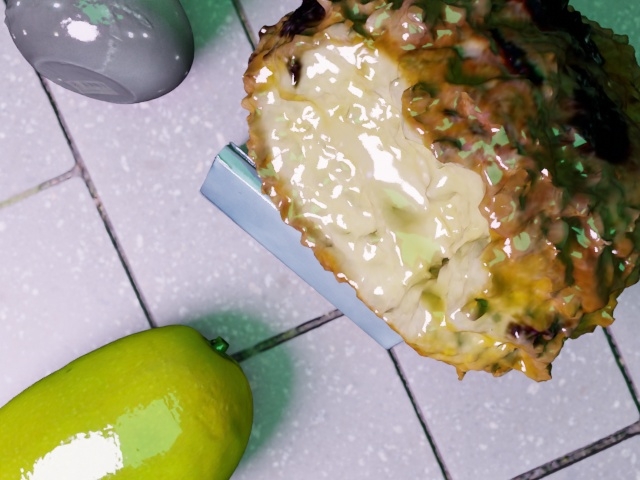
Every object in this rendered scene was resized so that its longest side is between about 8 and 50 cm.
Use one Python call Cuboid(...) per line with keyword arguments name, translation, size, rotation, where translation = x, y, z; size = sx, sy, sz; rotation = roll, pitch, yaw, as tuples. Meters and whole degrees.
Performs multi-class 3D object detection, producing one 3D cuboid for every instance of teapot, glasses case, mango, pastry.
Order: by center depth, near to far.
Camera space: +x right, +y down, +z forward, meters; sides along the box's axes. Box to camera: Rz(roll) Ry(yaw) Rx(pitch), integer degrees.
Cuboid(name="pastry", translation=(0.141, -0.089, 0.844), size=(0.337, 0.292, 0.405), rotation=(-23, 64, -40))
Cuboid(name="teapot", translation=(-0.191, -0.268, 0.913), size=(0.183, 0.183, 0.251), rotation=(17, 79, -1))
Cuboid(name="mango", translation=(-0.225, 0.216, 0.923), size=(0.343, 0.156, 0.192), rotation=(-28, 83, 3))
Cuboid(name="glasses case", translation=(0.000, 0.000, 0.960), size=(0.266, 0.105, 0.056), rotation=(40, 65, -2))
